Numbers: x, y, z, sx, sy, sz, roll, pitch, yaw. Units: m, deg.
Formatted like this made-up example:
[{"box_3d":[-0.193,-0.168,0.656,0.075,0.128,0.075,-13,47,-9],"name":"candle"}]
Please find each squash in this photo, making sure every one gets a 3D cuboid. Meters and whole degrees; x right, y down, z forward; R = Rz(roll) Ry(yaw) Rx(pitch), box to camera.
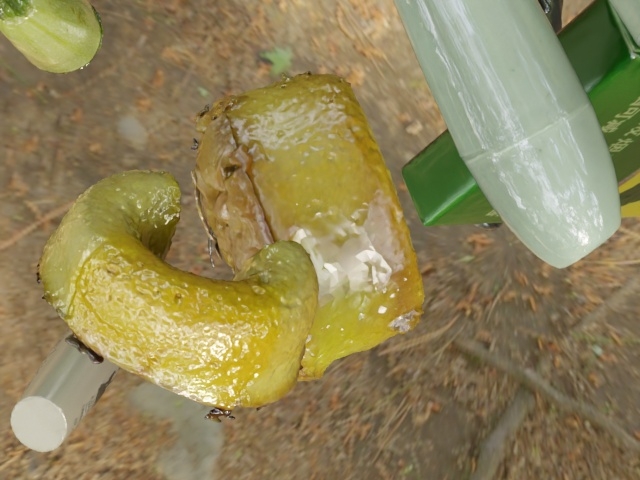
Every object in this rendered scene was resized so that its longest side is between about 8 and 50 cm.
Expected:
[{"box_3d":[-0.294,-0.228,1.410,0.094,0.224,0.094,0,89,7],"name":"squash"}]

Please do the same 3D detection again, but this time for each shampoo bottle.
[{"box_3d":[-0.278,0.143,1.644,0.078,0.257,0.127,23,123,2],"name":"shampoo bottle"}]

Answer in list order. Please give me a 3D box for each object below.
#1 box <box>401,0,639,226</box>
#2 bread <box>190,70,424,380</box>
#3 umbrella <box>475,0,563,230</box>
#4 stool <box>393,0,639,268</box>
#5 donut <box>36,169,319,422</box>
[{"box_3d":[0.162,-0.052,0.610,0.132,0.235,0.034,-42,60,45],"name":"box"},{"box_3d":[-0.001,0.005,1.118,0.160,0.147,0.261,-19,115,-11],"name":"bread"},{"box_3d":[0.145,-0.173,1.026,0.118,0.118,0.340,8,75,8],"name":"umbrella"},{"box_3d":[0.102,-0.124,0.434,0.195,0.195,0.199,-35,90,-18],"name":"stool"},{"box_3d":[-0.084,0.027,0.847,0.181,0.146,0.078,34,122,4],"name":"donut"}]
